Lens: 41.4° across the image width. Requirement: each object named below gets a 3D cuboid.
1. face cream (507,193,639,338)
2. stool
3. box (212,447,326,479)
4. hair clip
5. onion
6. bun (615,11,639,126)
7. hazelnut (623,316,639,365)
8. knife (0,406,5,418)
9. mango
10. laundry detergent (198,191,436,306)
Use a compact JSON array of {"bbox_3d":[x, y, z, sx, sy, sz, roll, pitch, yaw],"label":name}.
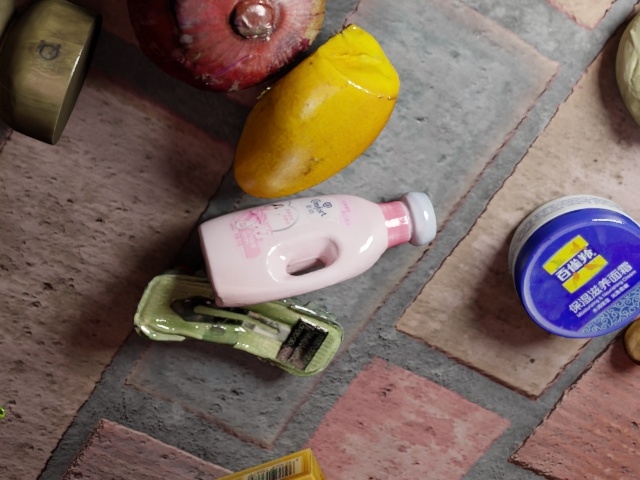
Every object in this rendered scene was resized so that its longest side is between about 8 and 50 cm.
[{"bbox_3d":[0.390,0.036,1.275,0.206,0.111,0.206,-1,117,-2],"label":"face cream"},{"bbox_3d":[-0.427,-0.246,1.044,0.264,0.179,0.179,20,115,-13],"label":"stool"},{"bbox_3d":[-0.111,0.493,1.505,0.274,0.076,0.174,-20,116,7],"label":"box"},{"bbox_3d":[-0.125,0.114,1.303,0.321,0.091,0.138,20,112,-25],"label":"hair clip"},{"bbox_3d":[-0.111,-0.298,1.030,0.246,0.190,0.246,-11,122,-18],"label":"onion"},{"bbox_3d":[0.517,-0.224,1.144,0.237,0.116,0.210,11,117,-8],"label":"bun"},{"bbox_3d":[0.535,0.166,1.374,0.086,0.086,0.086,-1,118,-3],"label":"hazelnut"},{"bbox_3d":[-0.581,0.229,1.371,0.026,0.022,0.184,-22,120,38],"label":"knife"},{"bbox_3d":[-0.015,-0.148,1.130,0.138,0.187,0.257,51,131,12],"label":"mango"},{"bbox_3d":[0.000,0.000,1.215,0.335,0.159,0.088,-12,146,-10],"label":"laundry detergent"}]
